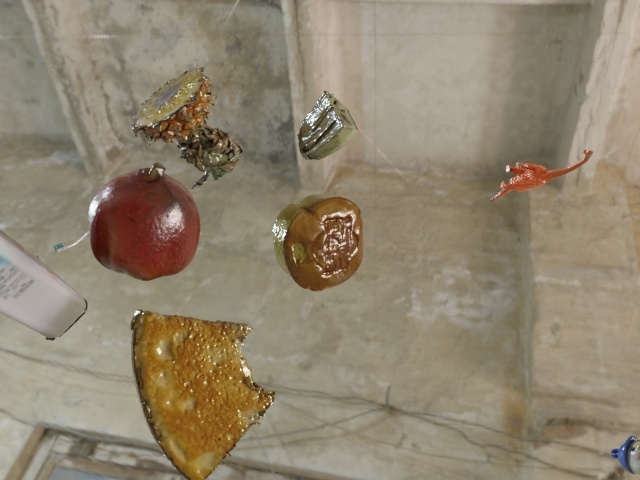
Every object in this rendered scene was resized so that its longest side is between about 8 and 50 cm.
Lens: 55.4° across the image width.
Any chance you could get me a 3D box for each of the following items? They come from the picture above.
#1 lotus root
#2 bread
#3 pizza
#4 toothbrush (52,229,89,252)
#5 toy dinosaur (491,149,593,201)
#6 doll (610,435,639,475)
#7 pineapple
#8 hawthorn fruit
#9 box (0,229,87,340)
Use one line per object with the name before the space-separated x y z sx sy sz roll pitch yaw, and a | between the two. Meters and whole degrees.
lotus root | 0.015 -0.243 1.370 0.070 0.143 0.144 18 -46 -37
bread | 0.000 0.000 1.676 0.270 0.270 0.148 50 -11 -34
pizza | -0.206 0.251 1.073 0.223 0.323 0.089 -19 -1 -18
toothbrush | -0.457 -0.014 1.219 0.017 0.162 0.014 55 -41 4
toy dinosaur | 0.455 -0.141 1.307 0.102 0.055 0.280 4 -11 -18
doll | 0.420 0.266 0.733 0.143 0.099 0.057 -12 -73 54
pineapple | -0.327 -0.282 1.649 0.263 0.262 0.271 -13 -48 29
hawthorn fruit | -0.262 -0.034 0.929 0.169 0.169 0.188 20 -71 -5
box | -0.541 0.044 1.008 0.190 0.112 0.369 38 -17 17
